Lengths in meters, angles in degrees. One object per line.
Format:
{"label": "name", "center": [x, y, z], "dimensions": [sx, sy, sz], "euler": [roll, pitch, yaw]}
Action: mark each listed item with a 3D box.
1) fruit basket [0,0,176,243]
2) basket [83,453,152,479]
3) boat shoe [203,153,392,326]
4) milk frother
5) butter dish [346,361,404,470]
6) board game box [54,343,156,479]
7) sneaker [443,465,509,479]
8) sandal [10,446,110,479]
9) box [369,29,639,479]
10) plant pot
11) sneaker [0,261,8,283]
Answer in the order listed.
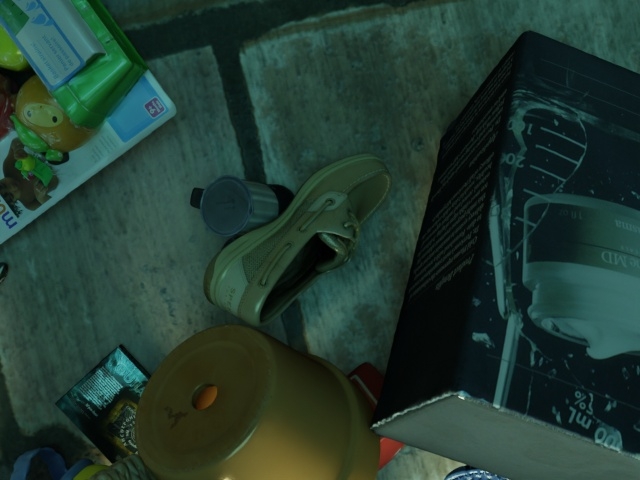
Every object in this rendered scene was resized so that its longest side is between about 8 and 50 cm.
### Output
{"label": "fruit basket", "center": [-0.432, -0.210, 0.931], "dimensions": [0.353, 0.165, 0.327], "euler": [-35, 92, -1]}
{"label": "basket", "center": [-0.272, 0.442, 0.716], "dimensions": [0.266, 0.328, 0.331], "euler": [-32, 84, -4]}
{"label": "boat shoe", "center": [0.000, 0.000, 0.934], "dimensions": [0.110, 0.122, 0.341], "euler": [28, 55, 34]}
{"label": "milk frother", "center": [-0.115, -0.013, 0.967], "dimensions": [0.129, 0.134, 0.143], "euler": [-6, 86, 27]}
{"label": "butter dish", "center": [0.062, 0.287, 0.988], "dimensions": [0.160, 0.160, 0.118], "euler": [-40, 115, -3]}
{"label": "board game box", "center": [-0.282, 0.264, 1.004], "dimensions": [0.126, 0.026, 0.186], "euler": [-42, 93, -4]}
{"label": "sneaker", "center": [0.297, 0.351, 0.991], "dimensions": [0.232, 0.090, 0.082], "euler": [-10, 92, 19]}
{"label": "sandal", "center": [-0.420, 0.422, 0.955], "dimensions": [0.138, 0.126, 0.317], "euler": [34, 86, 17]}
{"label": "box", "center": [0.371, 0.073, 0.854], "dimensions": [0.479, 0.297, 0.472], "euler": [20, 66, -5]}
{"label": "plant pot", "center": [-0.094, 0.242, 0.858], "dimensions": [0.291, 0.291, 0.203], "euler": [-39, 132, -4]}
{"label": "sneaker", "center": [-0.494, 0.062, 0.986], "dimensions": [0.035, 0.031, 0.083], "euler": [40, 86, -3]}
